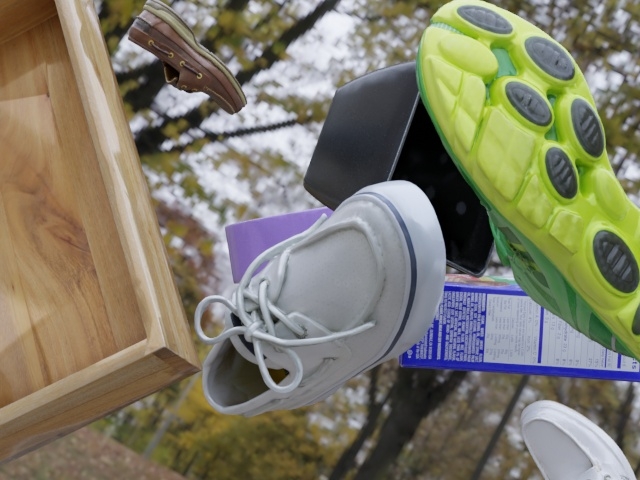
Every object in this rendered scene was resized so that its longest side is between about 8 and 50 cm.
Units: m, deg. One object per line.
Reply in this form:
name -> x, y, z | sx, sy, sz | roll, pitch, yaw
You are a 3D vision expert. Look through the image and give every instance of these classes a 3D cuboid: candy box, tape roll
candy box -> 0.265, 0.112, 1.618 | 0.317, 0.122, 0.268 | 4, 2, 2
tape roll -> 0.000, 0.000, 1.751 | 0.274, 0.090, 0.275 | -10, 0, 0

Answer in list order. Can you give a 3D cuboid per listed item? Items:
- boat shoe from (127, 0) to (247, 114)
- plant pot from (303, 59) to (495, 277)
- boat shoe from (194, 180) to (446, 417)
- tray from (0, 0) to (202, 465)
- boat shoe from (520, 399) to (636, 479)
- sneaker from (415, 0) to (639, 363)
boat shoe -> -0.155, -0.200, 1.362 | 0.064, 0.060, 0.178 | 29, -12, 50
plant pot -> 0.093, -0.087, 1.303 | 0.187, 0.188, 0.167 | 24, -5, -42
boat shoe -> -0.030, 0.070, 1.040 | 0.367, 0.156, 0.136 | -46, -117, 56
tray -> -0.253, -0.035, 1.008 | 0.076, 0.202, 0.411 | 47, 19, -60
boat shoe -> 0.338, 0.322, 1.453 | 0.277, 0.096, 0.098 | 50, -47, 3
sneaker -> 0.143, -0.023, 0.782 | 0.295, 0.109, 0.123 | 52, -24, -21
